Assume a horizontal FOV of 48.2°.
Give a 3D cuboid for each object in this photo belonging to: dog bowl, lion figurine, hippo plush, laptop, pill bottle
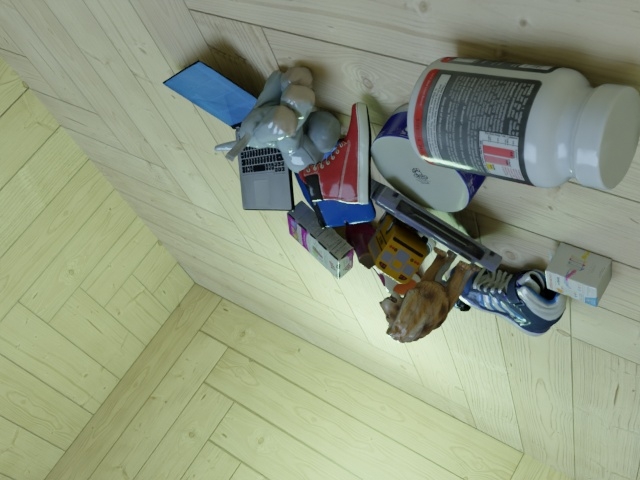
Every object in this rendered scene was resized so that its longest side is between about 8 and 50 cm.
[{"bbox_3d":[0.252,-0.187,1.651,0.265,0.104,0.265,30,160,12],"label":"dog bowl"},{"bbox_3d":[0.292,0.145,1.810,0.142,0.240,0.392,30,-172,26],"label":"lion figurine"},{"bbox_3d":[-0.060,-0.257,1.779,0.237,0.294,0.234,36,-179,-30],"label":"hippo plush"},{"bbox_3d":[-0.269,-0.277,2.037,0.382,0.237,0.407,6,102,64],"label":"laptop"},{"bbox_3d":[0.355,-0.208,1.275,0.363,0.210,0.210,19,155,39],"label":"pill bottle"}]

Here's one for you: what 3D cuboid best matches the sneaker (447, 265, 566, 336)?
[{"bbox_3d":[0.507,0.114,1.927,0.323,0.130,0.236,32,152,18],"label":"sneaker"}]

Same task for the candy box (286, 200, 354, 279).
[{"bbox_3d":[0.000,0.000,2.248,0.233,0.071,0.159,44,163,18],"label":"candy box"}]

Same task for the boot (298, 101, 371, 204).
[{"bbox_3d":[0.034,-0.210,1.711,0.176,0.244,0.088,4,-166,10],"label":"boot"}]

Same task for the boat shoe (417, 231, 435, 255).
[{"bbox_3d":[0.290,0.040,2.163,0.078,0.070,0.219,32,160,10],"label":"boat shoe"}]

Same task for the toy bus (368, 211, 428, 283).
[{"bbox_3d":[0.208,0.011,1.968,0.108,0.130,0.332,31,-172,-6],"label":"toy bus"}]

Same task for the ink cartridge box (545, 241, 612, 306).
[{"bbox_3d":[0.607,0.078,1.705,0.143,0.089,0.092,22,157,32],"label":"ink cartridge box"}]

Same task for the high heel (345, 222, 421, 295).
[{"bbox_3d":[0.215,0.049,2.339,0.377,0.127,0.181,41,-154,-47],"label":"high heel"}]

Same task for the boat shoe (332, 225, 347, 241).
[{"bbox_3d":[0.039,0.007,2.449,0.098,0.109,0.302,26,164,22],"label":"boat shoe"}]

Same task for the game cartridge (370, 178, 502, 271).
[{"bbox_3d":[0.274,-0.042,1.833,0.355,0.068,0.230,30,-179,-12],"label":"game cartridge"}]

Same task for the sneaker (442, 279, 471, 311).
[{"bbox_3d":[0.425,0.176,2.270,0.152,0.058,0.085,44,165,-35],"label":"sneaker"}]

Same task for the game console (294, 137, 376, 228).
[{"bbox_3d":[0.014,-0.197,2.068,0.250,0.173,0.293,-8,132,18],"label":"game console"}]
